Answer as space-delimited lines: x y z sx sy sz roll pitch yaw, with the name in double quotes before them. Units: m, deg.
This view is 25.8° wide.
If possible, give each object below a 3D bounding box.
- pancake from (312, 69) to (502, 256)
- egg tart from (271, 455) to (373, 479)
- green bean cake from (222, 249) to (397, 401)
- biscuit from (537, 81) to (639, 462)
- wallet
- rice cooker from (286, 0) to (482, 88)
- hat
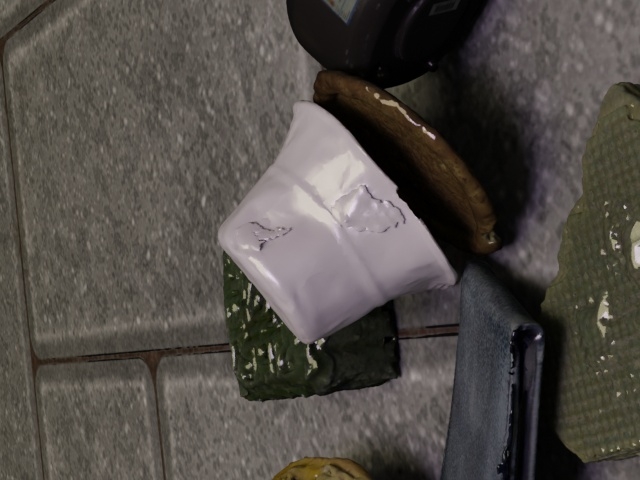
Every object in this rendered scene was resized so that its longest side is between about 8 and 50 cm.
"pancake" 0.064 -0.057 1.047 0.199 0.021 0.199 43 168 11
"egg tart" 0.031 0.310 1.177 0.288 0.118 0.288 15 106 63
"green bean cake" -0.019 0.056 1.252 0.181 0.094 0.173 -13 82 60
"biscuit" 0.203 0.039 0.890 0.150 0.052 0.252 50 138 48
"wallet" 0.124 0.140 1.012 0.167 0.036 0.222 -115 27 -74
"rice cooker" 0.056 -0.203 1.034 0.118 0.142 0.203 53 143 26
"hat" 0.000 0.000 1.088 0.203 0.126 0.203 50 176 4
